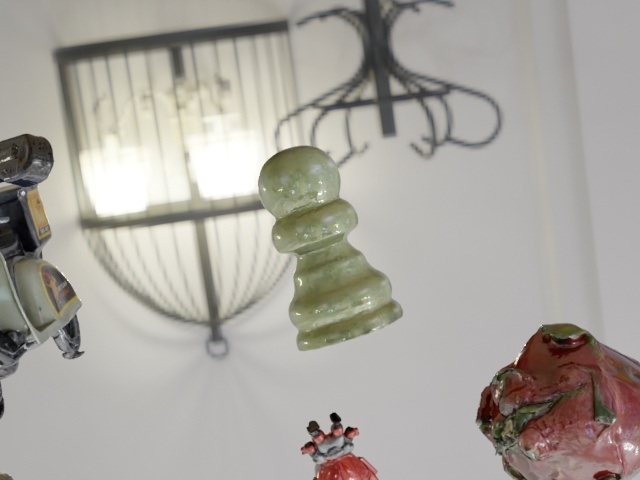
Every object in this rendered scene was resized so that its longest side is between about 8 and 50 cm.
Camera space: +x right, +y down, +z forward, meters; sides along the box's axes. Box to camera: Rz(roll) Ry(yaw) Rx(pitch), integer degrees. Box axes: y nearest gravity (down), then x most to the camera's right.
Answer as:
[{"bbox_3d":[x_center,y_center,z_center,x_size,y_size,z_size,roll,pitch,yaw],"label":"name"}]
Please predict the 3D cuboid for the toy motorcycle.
[{"bbox_3d":[-0.246,0.041,0.918,0.091,0.157,0.263,-18,-172,3],"label":"toy motorcycle"}]

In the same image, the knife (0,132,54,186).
[{"bbox_3d":[-0.200,-0.043,0.764,0.018,0.031,0.121,14,164,-39],"label":"knife"}]

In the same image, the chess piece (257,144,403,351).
[{"bbox_3d":[0.000,0.000,1.597,0.144,0.251,0.144,-19,-177,1],"label":"chess piece"}]

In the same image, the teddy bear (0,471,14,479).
[{"bbox_3d":[-0.342,0.309,1.116,0.177,0.140,0.190,-5,-156,-20],"label":"teddy bear"}]

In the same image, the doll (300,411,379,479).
[{"bbox_3d":[0.024,0.293,1.574,0.109,0.169,0.057,-23,-141,-11],"label":"doll"}]

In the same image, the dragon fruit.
[{"bbox_3d":[0.248,0.191,1.306,0.200,0.198,0.269,-6,170,-15],"label":"dragon fruit"}]
